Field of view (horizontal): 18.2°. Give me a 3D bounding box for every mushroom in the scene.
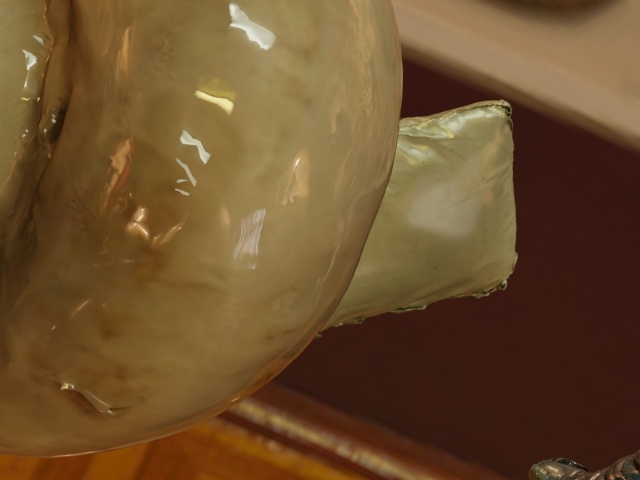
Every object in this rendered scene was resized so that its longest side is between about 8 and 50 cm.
[{"bbox_3d":[-0.125,-0.063,0.789,0.290,0.297,0.297,6,40,-47],"label":"mushroom"}]

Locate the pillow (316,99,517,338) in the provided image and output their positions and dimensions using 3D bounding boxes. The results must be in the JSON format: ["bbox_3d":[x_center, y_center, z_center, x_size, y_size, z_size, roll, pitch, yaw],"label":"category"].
[{"bbox_3d":[0.000,0.000,1.052,0.229,0.128,0.051,-13,38,-14],"label":"pillow"}]

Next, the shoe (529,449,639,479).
[{"bbox_3d":[0.167,0.165,1.204,0.207,0.091,0.106,-34,44,-17],"label":"shoe"}]
